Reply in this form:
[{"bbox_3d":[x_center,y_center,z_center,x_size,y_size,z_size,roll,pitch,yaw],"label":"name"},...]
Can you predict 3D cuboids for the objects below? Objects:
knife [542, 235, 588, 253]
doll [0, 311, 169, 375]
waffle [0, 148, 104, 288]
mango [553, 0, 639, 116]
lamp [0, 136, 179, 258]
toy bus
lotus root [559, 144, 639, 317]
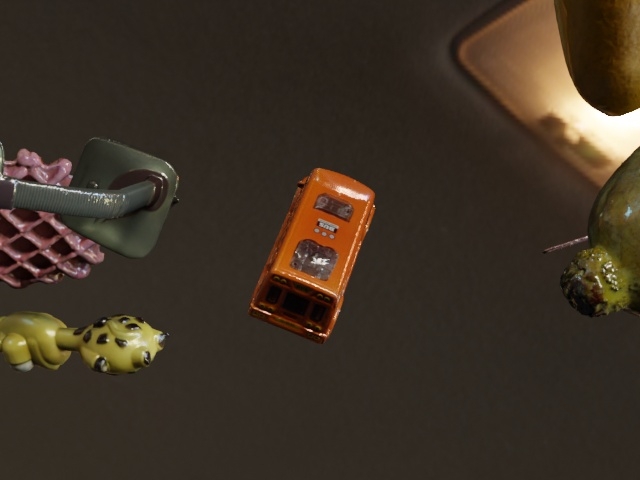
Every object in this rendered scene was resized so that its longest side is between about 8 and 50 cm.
[{"bbox_3d":[0.399,-0.018,1.640,0.247,0.018,0.035,-17,1,-20],"label":"knife"},{"bbox_3d":[-0.347,0.142,1.742,0.291,0.117,0.086,1,-65,26],"label":"doll"},{"bbox_3d":[-0.383,-0.022,1.618,0.234,0.055,0.221,4,-54,-17],"label":"waffle"},{"bbox_3d":[0.304,-0.242,1.173,0.138,0.187,0.257,24,-49,41],"label":"mango"},{"bbox_3d":[-0.269,-0.002,1.269,0.124,0.283,0.203,27,-77,18],"label":"lamp"},{"bbox_3d":[0.000,0.000,2.013,0.143,0.329,0.153,22,-46,0],"label":"toy bus"},{"bbox_3d":[0.360,-0.019,1.266,0.173,0.309,0.173,31,-36,25],"label":"lotus root"}]
